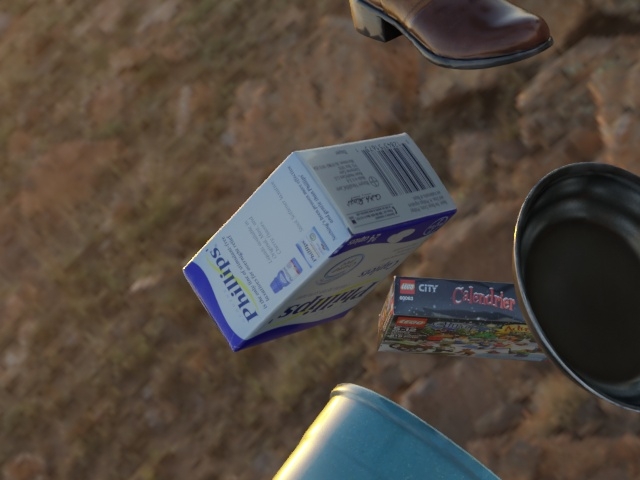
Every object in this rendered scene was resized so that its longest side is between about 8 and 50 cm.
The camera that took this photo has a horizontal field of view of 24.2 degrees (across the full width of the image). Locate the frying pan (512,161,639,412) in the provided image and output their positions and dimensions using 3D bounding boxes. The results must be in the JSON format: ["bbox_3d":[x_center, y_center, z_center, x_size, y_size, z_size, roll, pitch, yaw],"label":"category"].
[{"bbox_3d":[0.273,0.038,1.134,0.053,0.326,0.197,-38,56,51],"label":"frying pan"}]

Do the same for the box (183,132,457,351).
[{"bbox_3d":[0.000,0.000,1.009,0.126,0.072,0.137,-14,-24,-50],"label":"box"}]

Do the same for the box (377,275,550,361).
[{"bbox_3d":[0.184,0.087,1.598,0.159,0.233,0.044,101,172,-72],"label":"box"}]

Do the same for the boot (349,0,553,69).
[{"bbox_3d":[0.122,-0.328,1.515,0.096,0.280,0.264,-25,36,-29],"label":"boot"}]

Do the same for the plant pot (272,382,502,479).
[{"bbox_3d":[0.035,0.289,1.091,0.255,0.271,0.271,-49,24,-15],"label":"plant pot"}]
